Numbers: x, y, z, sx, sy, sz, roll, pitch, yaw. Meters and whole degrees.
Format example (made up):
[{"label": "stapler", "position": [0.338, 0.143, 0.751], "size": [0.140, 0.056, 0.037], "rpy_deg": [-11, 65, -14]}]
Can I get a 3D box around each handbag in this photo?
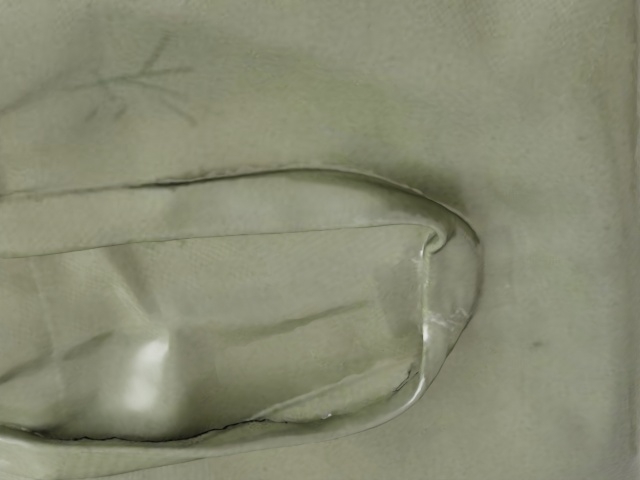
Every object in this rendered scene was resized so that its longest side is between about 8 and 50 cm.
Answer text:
[{"label": "handbag", "position": [-0.004, -0.002, 0.647], "size": [0.109, 0.253, 0.316], "rpy_deg": [-107, 10, -50]}]
